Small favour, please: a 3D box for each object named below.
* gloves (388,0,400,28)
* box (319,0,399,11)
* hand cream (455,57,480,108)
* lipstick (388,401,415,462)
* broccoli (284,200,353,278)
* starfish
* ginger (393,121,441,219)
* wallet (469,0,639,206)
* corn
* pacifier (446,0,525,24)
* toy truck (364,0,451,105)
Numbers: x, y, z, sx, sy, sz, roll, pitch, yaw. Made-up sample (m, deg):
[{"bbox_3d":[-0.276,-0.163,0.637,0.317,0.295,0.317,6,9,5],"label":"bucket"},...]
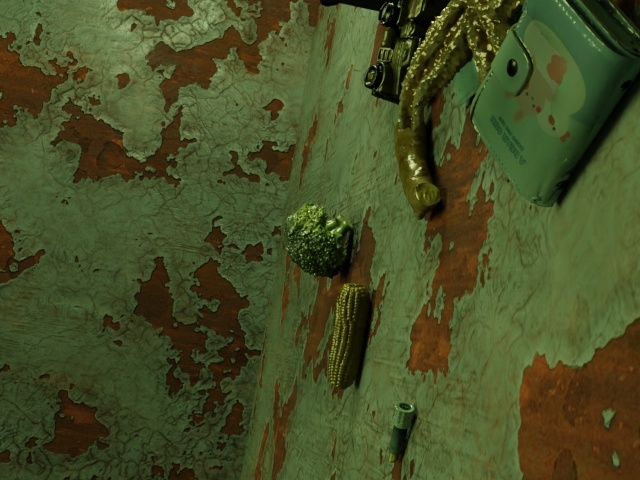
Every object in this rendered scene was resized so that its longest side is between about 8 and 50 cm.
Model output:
[{"bbox_3d":[0.196,-0.453,1.884,0.119,0.097,0.229,-5,67,48],"label":"gloves"},{"bbox_3d":[0.143,-0.715,2.071,0.251,0.204,0.345,-175,95,-79],"label":"box"},{"bbox_3d":[0.253,-0.390,1.554,0.111,0.070,0.312,141,134,-70],"label":"hand cream"},{"bbox_3d":[0.137,0.338,1.568,0.037,0.037,0.116,-107,23,-68],"label":"lipstick"},{"bbox_3d":[-0.003,0.002,2.295,0.176,0.226,0.198,-33,80,28],"label":"broccoli"},{"bbox_3d":[0.242,-0.269,1.283,0.324,0.082,0.432,51,140,38],"label":"starfish"},{"bbox_3d":[0.179,-0.141,1.707,0.299,0.065,0.118,-93,3,-56],"label":"ginger"},{"bbox_3d":[0.279,-0.182,1.090,0.176,0.075,0.250,61,150,30],"label":"wallet"},{"bbox_3d":[0.061,0.208,1.984,0.080,0.080,0.231,-176,94,-80],"label":"corn"},{"bbox_3d":[0.252,-0.353,1.393,0.127,0.116,0.150,73,-170,-49],"label":"pacifier"},{"bbox_3d":[0.185,-0.391,1.762,0.127,0.127,0.257,25,100,57],"label":"toy truck"}]
